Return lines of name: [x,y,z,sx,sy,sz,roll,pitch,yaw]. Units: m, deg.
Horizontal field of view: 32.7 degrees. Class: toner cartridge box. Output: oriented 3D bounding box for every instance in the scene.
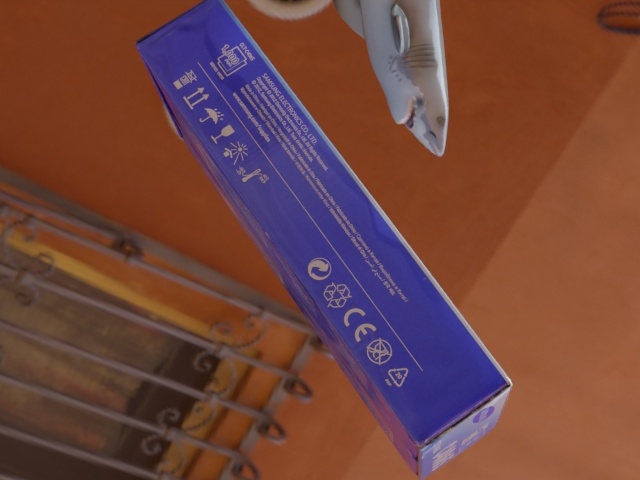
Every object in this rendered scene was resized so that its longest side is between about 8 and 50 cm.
toner cartridge box: [0.000,0.000,0.788,0.075,0.348,0.165,-34,162,-6]

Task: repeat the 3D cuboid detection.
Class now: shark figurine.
shark figurine: [0.080,-0.210,0.800,0.166,0.116,0.278,60,-14,28]
